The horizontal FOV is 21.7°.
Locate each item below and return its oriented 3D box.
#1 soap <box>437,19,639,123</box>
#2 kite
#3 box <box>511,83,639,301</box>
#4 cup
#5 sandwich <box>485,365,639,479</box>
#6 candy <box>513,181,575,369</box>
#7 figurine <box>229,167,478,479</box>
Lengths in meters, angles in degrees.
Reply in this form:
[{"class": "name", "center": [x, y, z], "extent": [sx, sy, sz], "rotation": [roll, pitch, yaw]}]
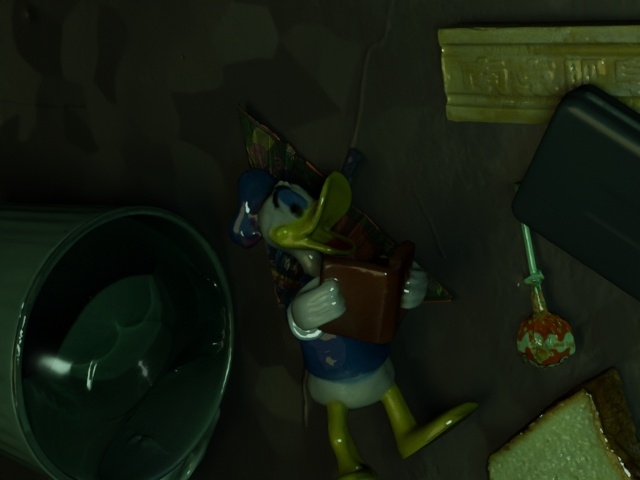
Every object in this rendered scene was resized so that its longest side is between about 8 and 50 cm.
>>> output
[{"class": "soap", "center": [0.223, -0.153, 1.520], "extent": [0.252, 0.037, 0.092], "rotation": [5, 112, 38]}, {"class": "kite", "center": [0.000, 0.000, 1.778], "extent": [0.321, 0.016, 0.234], "rotation": [43, 129, 18]}, {"class": "box", "center": [0.291, -0.023, 1.480], "extent": [0.230, 0.050, 0.160], "rotation": [35, 135, 15]}, {"class": "cup", "center": [-0.320, 0.142, 1.912], "extent": [0.392, 0.310, 0.401], "rotation": [9, 111, 42]}, {"class": "sandwich", "center": [0.277, 0.255, 1.622], "extent": [0.215, 0.065, 0.186], "rotation": [51, 132, 11]}, {"class": "candy", "center": [0.206, 0.034, 1.614], "extent": [0.055, 0.049, 0.185], "rotation": [-10, 96, 11]}, {"class": "figurine", "center": [-0.001, 0.063, 1.677], "extent": [0.338, 0.204, 0.283], "rotation": [58, 162, 18]}]
